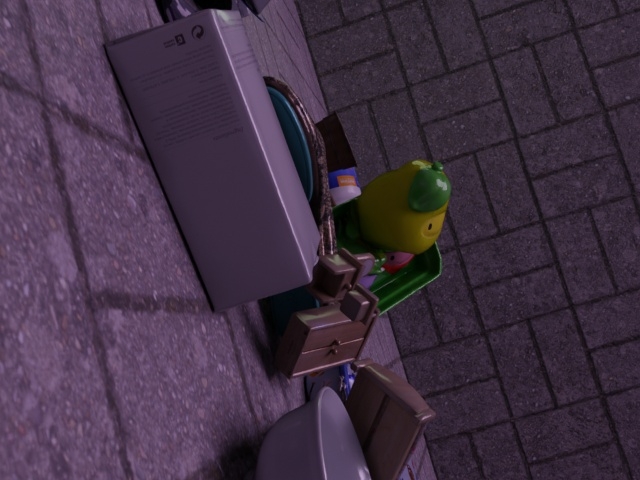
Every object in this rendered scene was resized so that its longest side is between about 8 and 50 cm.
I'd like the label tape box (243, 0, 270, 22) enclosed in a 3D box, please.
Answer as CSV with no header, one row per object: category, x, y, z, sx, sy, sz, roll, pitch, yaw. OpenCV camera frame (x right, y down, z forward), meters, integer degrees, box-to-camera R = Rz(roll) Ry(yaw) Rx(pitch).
label tape box,-0.181,-0.611,1.484,0.249,0.115,0.347,49,2,5

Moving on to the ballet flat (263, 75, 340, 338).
ballet flat,-0.041,-0.054,1.293,0.182,0.164,0.483,-44,129,-58

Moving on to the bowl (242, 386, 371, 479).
bowl,-0.014,0.347,0.940,0.298,0.134,0.298,-18,90,-81

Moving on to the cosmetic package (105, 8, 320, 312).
cosmetic package,-0.133,-0.120,1.059,0.217,0.156,0.385,-74,147,-74

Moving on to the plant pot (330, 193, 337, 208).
plant pot,0.000,0.000,1.792,0.237,0.109,0.237,-16,90,-81

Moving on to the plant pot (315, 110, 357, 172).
plant pot,-0.004,-0.246,2.026,0.167,0.165,0.167,-22,90,-88

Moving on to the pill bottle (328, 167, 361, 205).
pill bottle,0.035,-0.170,2.201,0.152,0.152,0.272,45,29,-72

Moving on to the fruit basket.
fruit basket,0.137,-0.004,1.512,0.392,0.392,0.283,-62,134,-78

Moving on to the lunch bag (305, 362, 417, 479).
lunch bag,0.082,0.374,1.451,0.303,0.115,0.243,50,23,-44

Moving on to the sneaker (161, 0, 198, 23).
sneaker,-0.197,-0.362,1.305,0.224,0.098,0.083,63,13,-50

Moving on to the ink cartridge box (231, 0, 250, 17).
ink cartridge box,-0.211,-0.601,1.799,0.150,0.063,0.109,-88,159,-64

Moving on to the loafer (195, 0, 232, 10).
loafer,-0.237,-0.540,1.475,0.223,0.076,0.078,54,28,-54

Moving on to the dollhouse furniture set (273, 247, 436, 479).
dollhouse furniture set,0.116,0.227,1.143,0.173,0.303,0.355,-6,35,-46
